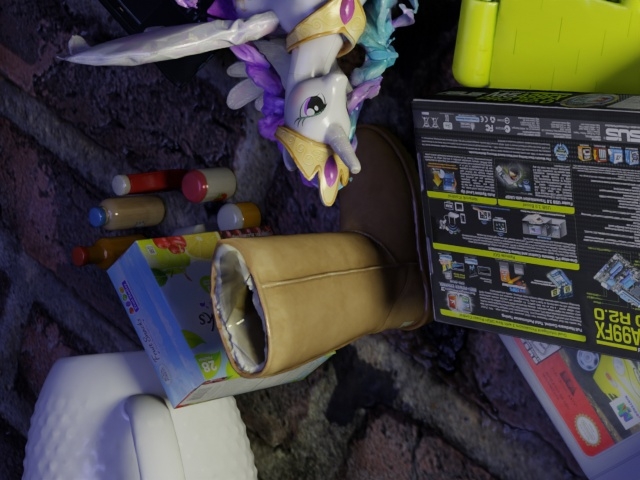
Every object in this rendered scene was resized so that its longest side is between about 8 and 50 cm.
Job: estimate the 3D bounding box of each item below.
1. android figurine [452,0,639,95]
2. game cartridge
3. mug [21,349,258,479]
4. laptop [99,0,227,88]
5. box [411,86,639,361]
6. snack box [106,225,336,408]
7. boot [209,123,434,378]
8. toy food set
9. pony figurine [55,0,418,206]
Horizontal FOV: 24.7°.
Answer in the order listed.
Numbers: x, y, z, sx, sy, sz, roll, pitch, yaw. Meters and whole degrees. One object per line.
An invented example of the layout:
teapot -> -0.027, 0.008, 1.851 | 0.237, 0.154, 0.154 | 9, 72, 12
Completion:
android figurine -> 0.233, -0.147, 1.310 | 0.248, 0.056, 0.272 | 24, 128, 25
game cartridge -> 0.270, 0.101, 1.325 | 0.196, 0.060, 0.294 | -43, 74, 43
mug -> -0.192, 0.284, 1.616 | 0.374, 0.276, 0.328 | 158, 107, -76
laptop -> -0.157, -0.352, 1.621 | 0.264, 0.136, 0.234 | -45, 62, 6
box -> 0.205, -0.018, 1.261 | 0.270, 0.060, 0.216 | 8, 113, 46
snack box -> -0.105, 0.079, 1.589 | 0.070, 0.207, 0.174 | -42, 67, 37
boot -> 0.000, 0.000, 1.443 | 0.089, 0.269, 0.236 | -26, 78, 41
toy food set -> -0.189, -0.027, 1.720 | 0.232, 0.104, 0.111 | -9, 89, 42
pony figurine -> -0.049, -0.231, 1.425 | 0.351, 0.303, 0.363 | 14, 97, 51
